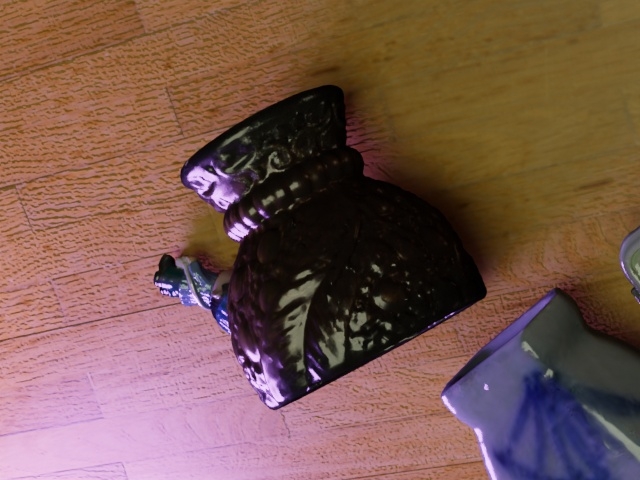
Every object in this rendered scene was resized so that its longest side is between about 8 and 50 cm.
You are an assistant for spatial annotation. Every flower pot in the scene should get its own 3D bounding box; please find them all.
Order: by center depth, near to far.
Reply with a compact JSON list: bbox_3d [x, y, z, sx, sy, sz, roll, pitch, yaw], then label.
[{"bbox_3d":[0.000,0.000,1.566,0.266,0.266,0.267,-31,84,31],"label":"flower pot"}]

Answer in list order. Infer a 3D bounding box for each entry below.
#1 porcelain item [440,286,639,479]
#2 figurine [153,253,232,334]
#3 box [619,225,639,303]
[{"bbox_3d":[0.317,0.250,1.551,0.405,0.178,0.242,49,122,4],"label":"porcelain item"},{"bbox_3d":[-0.119,0.058,1.738,0.149,0.087,0.086,13,152,21],"label":"figurine"},{"bbox_3d":[0.417,-0.009,1.431,0.163,0.135,0.243,49,122,2],"label":"box"}]
